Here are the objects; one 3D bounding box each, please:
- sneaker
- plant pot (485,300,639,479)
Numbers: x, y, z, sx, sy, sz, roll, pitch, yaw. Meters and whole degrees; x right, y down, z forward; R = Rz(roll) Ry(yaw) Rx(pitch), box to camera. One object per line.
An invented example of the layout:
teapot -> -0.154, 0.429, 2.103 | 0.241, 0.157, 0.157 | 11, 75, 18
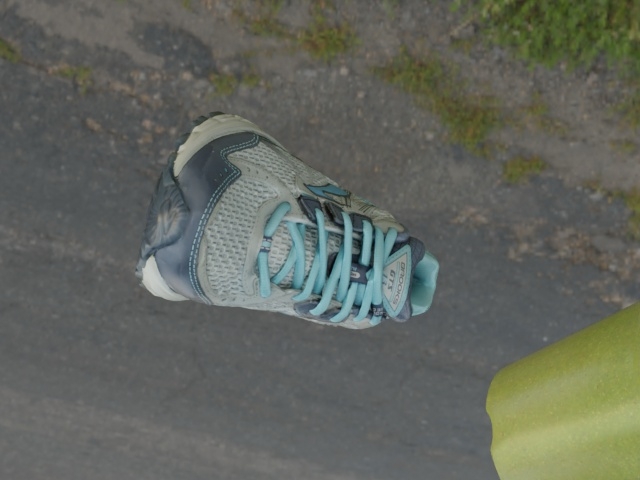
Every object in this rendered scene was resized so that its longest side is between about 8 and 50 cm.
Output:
sneaker -> 0.000, 0.000, 0.561 | 0.122, 0.110, 0.283 | 20, -176, 23
plant pot -> 0.321, 0.184, 0.950 | 0.253, 0.276, 0.276 | -26, 137, 37
